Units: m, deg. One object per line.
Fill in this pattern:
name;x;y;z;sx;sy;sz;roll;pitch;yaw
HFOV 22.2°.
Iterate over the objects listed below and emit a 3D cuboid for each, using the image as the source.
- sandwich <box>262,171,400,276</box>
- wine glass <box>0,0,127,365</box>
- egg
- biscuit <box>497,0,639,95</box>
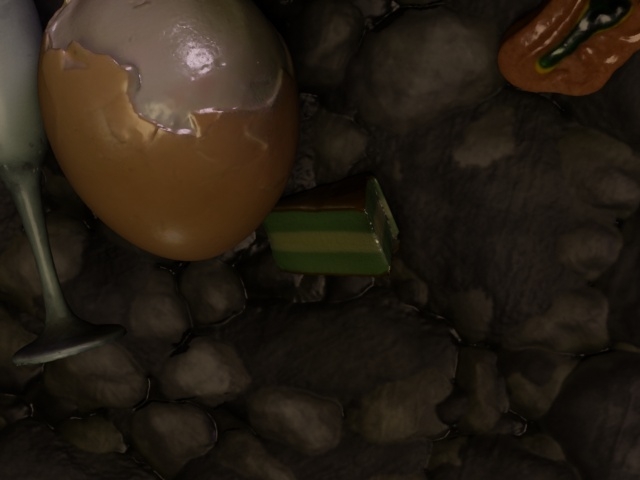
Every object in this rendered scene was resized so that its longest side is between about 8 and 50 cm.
sandwich;0.000;0.000;1.373;0.116;0.074;0.074;-17;113;17
wine glass;-0.304;-0.051;1.384;0.264;0.096;0.309;-8;99;44
egg;-0.114;-0.096;1.272;0.201;0.201;0.244;-2;125;10
biscuit;0.242;-0.246;1.219;0.334;0.047;0.202;-32;108;22
